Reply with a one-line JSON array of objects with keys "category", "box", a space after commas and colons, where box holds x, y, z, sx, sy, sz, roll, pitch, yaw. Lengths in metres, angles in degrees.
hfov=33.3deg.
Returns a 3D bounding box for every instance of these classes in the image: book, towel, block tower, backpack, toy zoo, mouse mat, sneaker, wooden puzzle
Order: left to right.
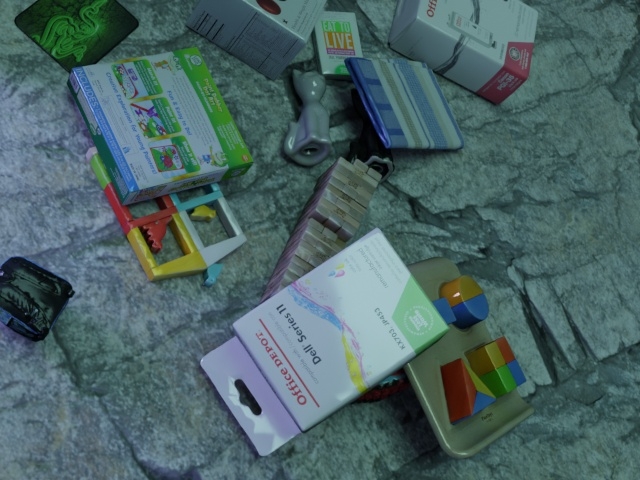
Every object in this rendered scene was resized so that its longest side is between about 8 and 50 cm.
[{"category": "backpack", "box": [-0.450, 0.089, 1.619, 0.114, 0.084, 0.105, 35, 56, -14]}, {"category": "mouse mat", "box": [-0.432, -0.390, 1.908, 0.152, 0.007, 0.190, 42, 55, -5]}, {"category": "toy zoo", "box": [-0.252, -0.052, 1.829, 0.192, 0.030, 0.293, -21, 78, -34]}, {"category": "block tower", "box": [0.000, 0.000, 1.906, 0.091, 0.097, 0.335, 33, 54, -11]}, {"category": "book", "box": [0.032, -0.391, 2.150, 0.096, 0.035, 0.144, -1, 69, -25]}, {"category": "sneaker", "box": [0.063, 0.211, 1.832, 0.262, 0.104, 0.125, -4, 67, -30]}, {"category": "towel", "box": [0.170, -0.268, 2.110, 0.285, 0.034, 0.209, -7, 69, -52]}, {"category": "wooden puzzle", "box": [0.243, 0.184, 1.890, 0.322, 0.080, 0.348, -13, 71, -56]}]

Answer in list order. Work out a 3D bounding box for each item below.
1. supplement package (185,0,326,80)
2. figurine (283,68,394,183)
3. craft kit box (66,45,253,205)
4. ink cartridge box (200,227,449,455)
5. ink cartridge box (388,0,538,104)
[{"category": "supplement package", "box": [-0.110, -0.456, 2.027, 0.203, 0.149, 0.194, 31, 56, -14]}, {"category": "figurine", "box": [0.036, -0.231, 2.048, 0.215, 0.092, 0.209, 15, 53, -21]}, {"category": "craft kit box", "box": [-0.274, -0.203, 1.839, 0.246, 0.061, 0.250, -18, 74, -31]}, {"category": "ink cartridge box", "box": [0.001, 0.166, 1.701, 0.353, 0.119, 0.207, -34, 81, -9]}, {"category": "ink cartridge box", "box": [0.307, -0.450, 2.272, 0.283, 0.117, 0.207, 25, 58, -17]}]
